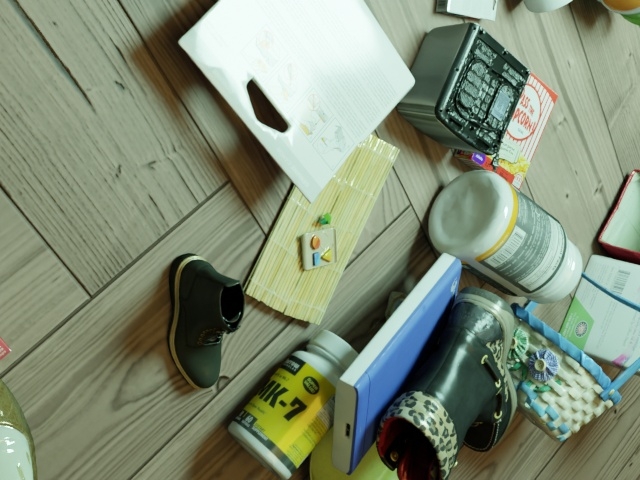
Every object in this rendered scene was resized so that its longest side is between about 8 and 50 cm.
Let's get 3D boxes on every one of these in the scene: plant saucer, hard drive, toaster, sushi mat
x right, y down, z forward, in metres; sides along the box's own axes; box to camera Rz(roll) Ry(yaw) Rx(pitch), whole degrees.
[{"bbox_3d":[0.070,0.347,1.380,0.241,0.037,0.241,-9,106,-35],"label":"plant saucer"},{"bbox_3d":[0.122,0.188,1.275,0.319,0.040,0.210,-44,148,-40],"label":"hard drive"},{"bbox_3d":[0.232,-0.232,1.309,0.168,0.110,0.185,26,85,-38],"label":"toaster"},{"bbox_3d":[0.005,-0.034,1.245,0.151,0.019,0.316,30,83,-37],"label":"sushi mat"}]

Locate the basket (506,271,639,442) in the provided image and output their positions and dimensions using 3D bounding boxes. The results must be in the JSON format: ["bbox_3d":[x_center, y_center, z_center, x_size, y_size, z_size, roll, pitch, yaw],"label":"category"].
[{"bbox_3d":[0.457,0.203,1.500,0.289,0.255,0.201,-46,132,-7],"label":"basket"}]

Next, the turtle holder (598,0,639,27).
[{"bbox_3d":[0.581,-0.549,1.415,0.227,0.243,0.320,22,97,-22],"label":"turtle holder"}]

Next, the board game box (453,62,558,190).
[{"bbox_3d":[0.328,-0.203,1.430,0.147,0.045,0.193,25,86,-39],"label":"board game box"}]

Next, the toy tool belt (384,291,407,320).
[{"bbox_3d":[0.136,0.129,1.365,0.052,0.051,0.083,2,100,-37],"label":"toy tool belt"}]

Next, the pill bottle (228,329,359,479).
[{"bbox_3d":[-0.029,0.243,1.226,0.208,0.119,0.119,-48,125,-18],"label":"pill bottle"}]

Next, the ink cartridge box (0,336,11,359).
[{"bbox_3d":[-0.418,0.080,0.903,0.056,0.099,0.135,-42,123,-21],"label":"ink cartridge box"}]

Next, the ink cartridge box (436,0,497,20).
[{"bbox_3d":[0.241,-0.395,1.327,0.115,0.029,0.062,-1,102,-38],"label":"ink cartridge box"}]

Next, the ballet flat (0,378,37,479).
[{"bbox_3d":[-0.386,0.321,0.973,0.116,0.124,0.342,-10,107,-35],"label":"ballet flat"}]

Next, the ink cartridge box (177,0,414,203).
[{"bbox_3d":[-0.032,-0.244,1.123,0.261,0.066,0.296,-50,121,-17],"label":"ink cartridge box"}]

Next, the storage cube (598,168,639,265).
[{"bbox_3d":[0.727,-0.009,1.680,0.193,0.215,0.183,38,77,-43],"label":"storage cube"}]

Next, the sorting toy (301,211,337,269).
[{"bbox_3d":[0.000,0.000,1.229,0.062,0.012,0.083,-12,107,-33],"label":"sorting toy"}]

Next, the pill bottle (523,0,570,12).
[{"bbox_3d":[0.346,-0.492,1.323,0.121,0.121,0.221,-47,125,-18],"label":"pill bottle"}]

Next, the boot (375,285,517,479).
[{"bbox_3d":[0.214,0.293,1.339,0.284,0.138,0.377,-48,147,-36],"label":"boot"}]

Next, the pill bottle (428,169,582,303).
[{"bbox_3d":[0.327,0.004,1.410,0.278,0.162,0.162,29,84,-39],"label":"pill bottle"}]

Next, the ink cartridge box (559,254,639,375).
[{"bbox_3d":[0.668,0.172,1.586,0.119,0.353,0.207,27,85,-38],"label":"ink cartridge box"}]

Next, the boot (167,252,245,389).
[{"bbox_3d":[-0.146,0.127,1.097,0.077,0.137,0.197,-20,114,-32],"label":"boot"}]
